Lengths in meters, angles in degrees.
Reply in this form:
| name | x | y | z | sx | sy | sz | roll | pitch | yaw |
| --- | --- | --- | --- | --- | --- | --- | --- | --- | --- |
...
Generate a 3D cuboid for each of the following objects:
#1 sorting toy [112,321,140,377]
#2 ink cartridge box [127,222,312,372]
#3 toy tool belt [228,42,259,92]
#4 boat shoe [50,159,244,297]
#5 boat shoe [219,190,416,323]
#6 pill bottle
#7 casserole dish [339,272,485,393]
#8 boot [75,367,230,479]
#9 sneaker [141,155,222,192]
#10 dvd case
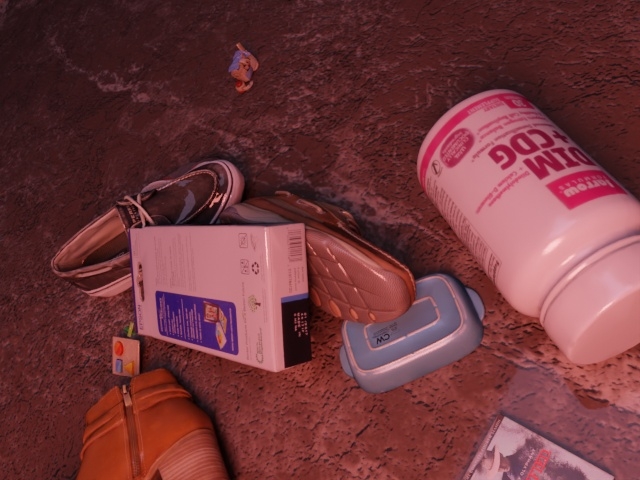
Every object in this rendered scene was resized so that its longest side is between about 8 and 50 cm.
| name | x | y | z | sx | sy | sz | roll | pitch | yaw |
| --- | --- | --- | --- | --- | --- | --- | --- | --- | --- |
| sorting toy | -0.290 | 0.160 | 0.884 | 0.062 | 0.012 | 0.083 | 3 | 94 | 33 |
| ink cartridge box | -0.144 | 0.059 | 0.779 | 0.333 | 0.065 | 0.165 | 2 | 98 | 46 |
| toy tool belt | -0.150 | -0.322 | 1.110 | 0.052 | 0.051 | 0.083 | -3 | 60 | 28 |
| boat shoe | -0.269 | -0.017 | 0.928 | 0.335 | 0.119 | 0.121 | -36 | 65 | 11 |
| boat shoe | 0.000 | 0.000 | 0.770 | 0.116 | 0.123 | 0.324 | -34 | 41 | -30 |
| pill bottle | 0.235 | -0.022 | 0.635 | 0.160 | 0.160 | 0.283 | -34 | 51 | 6 |
| casserole dish | 0.101 | 0.105 | 0.711 | 0.188 | 0.037 | 0.114 | -27 | 51 | 13 |
| boot | -0.267 | 0.277 | 0.721 | 0.283 | 0.109 | 0.220 | -28 | 40 | -17 |
| sneaker | -0.230 | -0.100 | 1.023 | 0.158 | 0.061 | 0.065 | -18 | 31 | 14 |
| dvd case | 0.208 | 0.236 | 0.583 | 0.119 | 0.013 | 0.087 | 25 | 75 | 39 |
